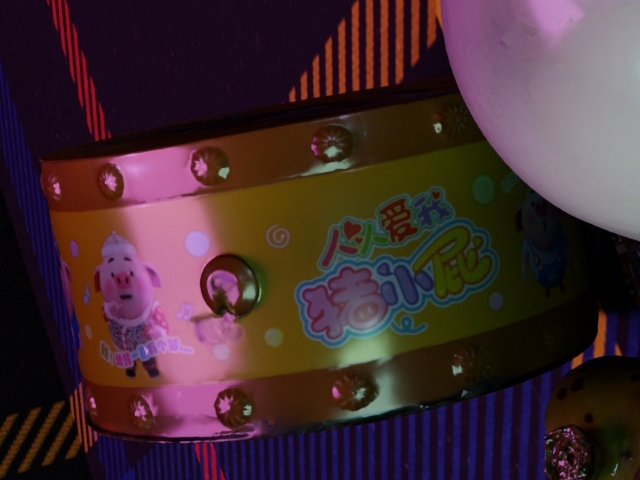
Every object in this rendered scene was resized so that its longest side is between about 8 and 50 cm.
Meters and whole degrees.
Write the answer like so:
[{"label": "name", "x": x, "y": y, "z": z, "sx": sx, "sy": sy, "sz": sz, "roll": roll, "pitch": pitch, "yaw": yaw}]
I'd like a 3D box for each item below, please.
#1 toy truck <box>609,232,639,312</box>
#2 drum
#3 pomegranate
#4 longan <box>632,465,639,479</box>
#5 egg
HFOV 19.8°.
[{"label": "toy truck", "x": 0.239, "y": 0.011, "z": 1.376, "sx": 0.032, "sy": 0.024, "sz": 0.083, "roll": -23, "pitch": 83, "yaw": 45}, {"label": "drum", "x": 0.000, "y": 0.000, "z": 1.431, "sx": 0.431, "sy": 0.431, "sz": 0.214, "roll": 7, "pitch": 109, "yaw": 66}, {"label": "pomegranate", "x": 0.230, "y": 0.143, "z": 1.336, "sx": 0.143, "sy": 0.122, "sz": 0.169, "roll": 56, "pitch": -170, "yaw": 30}, {"label": "longan", "x": 0.303, "y": 0.207, "z": 0.991, "sx": 0.319, "sy": 0.319, "sz": 0.319, "roll": 45, "pitch": 143, "yaw": 51}, {"label": "egg", "x": 0.205, "y": -0.132, "z": 0.982, "sx": 0.283, "sy": 0.345, "sz": 0.283, "roll": 5, "pitch": 100, "yaw": 29}]
